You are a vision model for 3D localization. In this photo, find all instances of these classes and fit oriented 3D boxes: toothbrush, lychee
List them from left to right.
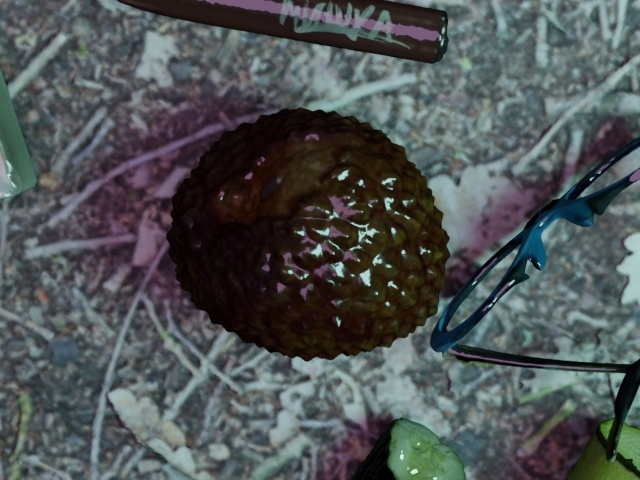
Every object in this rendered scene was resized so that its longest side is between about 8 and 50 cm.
[{"bbox_3d":[-0.086,-0.176,1.245,0.364,0.041,0.041,10,100,2],"label":"toothbrush"},{"bbox_3d":[0.000,0.000,1.208,0.188,0.188,0.188,1,99,3],"label":"lychee"}]

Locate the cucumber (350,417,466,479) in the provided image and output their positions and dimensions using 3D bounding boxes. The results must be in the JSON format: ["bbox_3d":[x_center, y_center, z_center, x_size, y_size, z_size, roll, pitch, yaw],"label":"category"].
[{"bbox_3d":[0.020,0.249,1.293,0.074,0.074,0.241,32,102,-2],"label":"cucumber"}]

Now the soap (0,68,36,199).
[{"bbox_3d":[-0.316,-0.068,1.264,0.183,0.064,0.121,-16,99,6],"label":"soap"}]

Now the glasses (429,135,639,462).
[{"bbox_3d":[0.205,0.040,1.187,0.239,0.102,0.207,-44,64,7],"label":"glasses"}]

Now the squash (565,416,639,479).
[{"bbox_3d":[0.197,0.265,1.255,0.132,0.132,0.247,30,101,-2],"label":"squash"}]
